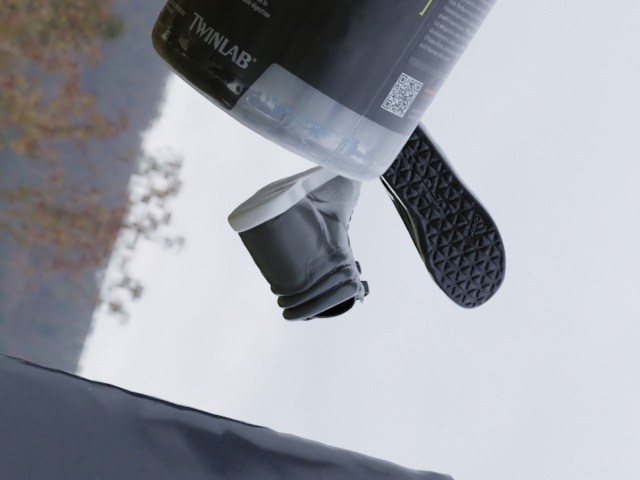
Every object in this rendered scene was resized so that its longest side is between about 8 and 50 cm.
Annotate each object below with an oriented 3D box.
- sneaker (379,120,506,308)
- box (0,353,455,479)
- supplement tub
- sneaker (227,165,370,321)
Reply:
[{"bbox_3d":[0.117,-0.043,1.644,0.084,0.234,0.097,-28,-167,1],"label":"sneaker"},{"bbox_3d":[-0.188,0.317,0.718,0.297,0.472,0.479,-44,-143,42],"label":"box"},{"bbox_3d":[0.043,-0.231,1.164,0.338,0.207,0.207,-57,-162,10],"label":"supplement tub"},{"bbox_3d":[0.000,0.000,1.677,0.105,0.146,0.296,-22,-173,21],"label":"sneaker"}]
